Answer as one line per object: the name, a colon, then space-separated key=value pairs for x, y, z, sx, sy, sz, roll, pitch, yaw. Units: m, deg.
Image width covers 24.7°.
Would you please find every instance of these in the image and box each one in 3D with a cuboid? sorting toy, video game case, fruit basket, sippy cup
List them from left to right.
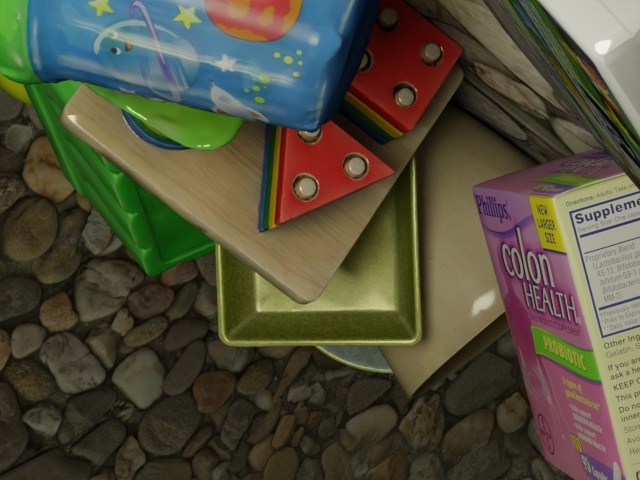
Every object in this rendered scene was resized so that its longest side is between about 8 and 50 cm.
fruit basket: x=-0.198 y=-0.191 z=1.454 sx=0.392 sy=0.283 sz=0.392 roll=157 pitch=90 yaw=-82
sippy cup: x=-0.072 y=-0.183 z=0.959 sx=0.224 sy=0.240 sz=0.305 roll=21 pitch=-178 yaw=4
sorting toy: x=-0.031 y=-0.126 z=1.192 sx=0.257 sy=0.255 sz=0.089 roll=38 pitch=162 yaw=-11
video game case: x=0.122 y=-0.109 z=0.733 sx=0.329 sy=0.036 sz=0.300 roll=41 pitch=-167 yaw=-52

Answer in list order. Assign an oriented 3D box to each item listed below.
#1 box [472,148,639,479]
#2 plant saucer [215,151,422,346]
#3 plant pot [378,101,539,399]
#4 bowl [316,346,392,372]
box: x=0.224 y=0.061 z=1.106 sx=0.213 sy=0.117 sz=0.243 roll=-154 pitch=49 yaw=-80
plant saucer: x=0.000 y=0.000 z=1.326 sx=0.188 sy=0.188 sz=0.045 roll=-1 pitch=-176 yaw=13
plant pot: x=0.103 y=-0.029 z=1.440 sx=0.274 sy=0.256 sz=0.256 roll=51 pitch=180 yaw=11
bowl: x=0.090 y=-0.003 z=1.737 sx=0.289 sy=0.289 sz=0.156 roll=37 pitch=-162 yaw=3
